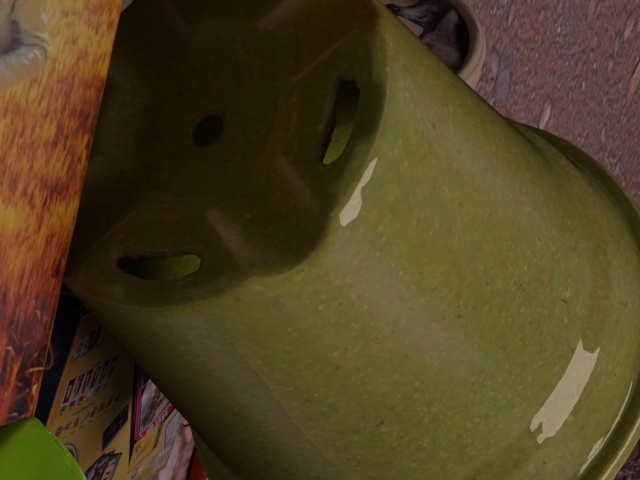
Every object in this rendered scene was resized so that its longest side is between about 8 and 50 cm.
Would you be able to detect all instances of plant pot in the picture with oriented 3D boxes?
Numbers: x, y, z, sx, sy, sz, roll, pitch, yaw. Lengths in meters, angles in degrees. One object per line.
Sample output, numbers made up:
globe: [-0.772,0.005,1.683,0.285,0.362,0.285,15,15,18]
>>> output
plant pot: [0.000,0.000,0.813,0.254,0.276,0.276,46,61,-52]

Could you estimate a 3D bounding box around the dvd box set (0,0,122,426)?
dvd box set: [-0.188,-0.134,0.590,0.307,0.062,0.420,6,99,-51]

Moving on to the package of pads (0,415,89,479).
package of pads: [-0.224,0.213,0.639,0.101,0.229,0.296,53,42,-11]

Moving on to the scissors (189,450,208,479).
scissors: [-0.095,0.263,1.272,0.109,0.021,0.297,7,99,-71]

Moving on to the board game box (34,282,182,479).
board game box: [-0.126,0.083,0.961,0.243,0.042,0.165,-28,139,-72]

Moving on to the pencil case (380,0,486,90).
pencil case: [0.046,-0.010,1.230,0.183,0.160,0.410,-48,147,-33]
